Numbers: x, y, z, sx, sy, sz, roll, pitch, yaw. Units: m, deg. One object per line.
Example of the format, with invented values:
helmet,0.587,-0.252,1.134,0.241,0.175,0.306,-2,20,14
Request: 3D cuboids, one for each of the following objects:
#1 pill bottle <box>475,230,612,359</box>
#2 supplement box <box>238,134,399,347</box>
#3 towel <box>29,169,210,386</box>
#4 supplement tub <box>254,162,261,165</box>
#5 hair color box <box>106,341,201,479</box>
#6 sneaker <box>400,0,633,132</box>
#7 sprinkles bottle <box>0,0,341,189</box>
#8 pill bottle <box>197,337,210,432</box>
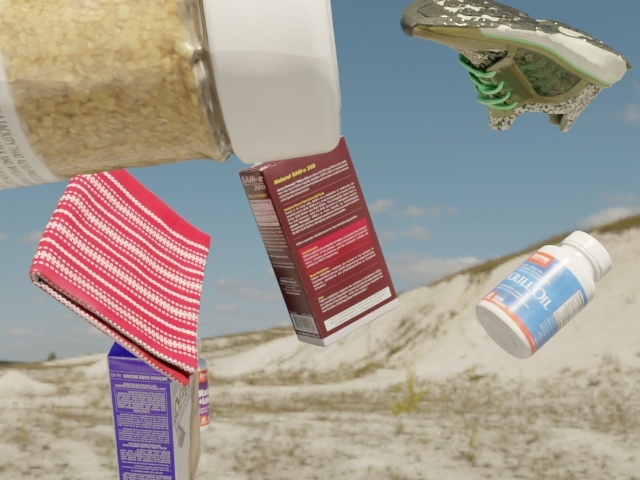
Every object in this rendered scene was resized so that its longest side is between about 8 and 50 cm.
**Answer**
pill bottle,0.380,0.086,1.363,0.221,0.124,0.124,-40,-3,-13
supplement box,0.000,0.000,1.037,0.130,0.239,0.073,-25,14,-29
towel,-0.202,0.017,0.883,0.031,0.275,0.199,-42,-66,18
supplement tub,-0.043,-0.122,1.240,0.071,0.071,0.107,-8,6,44
hair color box,-0.271,0.286,1.358,0.110,0.339,0.185,5,27,2
sneaker,0.287,-0.248,1.222,0.410,0.182,0.158,8,28,-29
sprinkles bottle,-0.171,-0.080,0.375,0.355,0.121,0.121,-7,-11,1
pill bottle,-0.288,0.303,1.692,0.108,0.194,0.108,-2,-1,0
